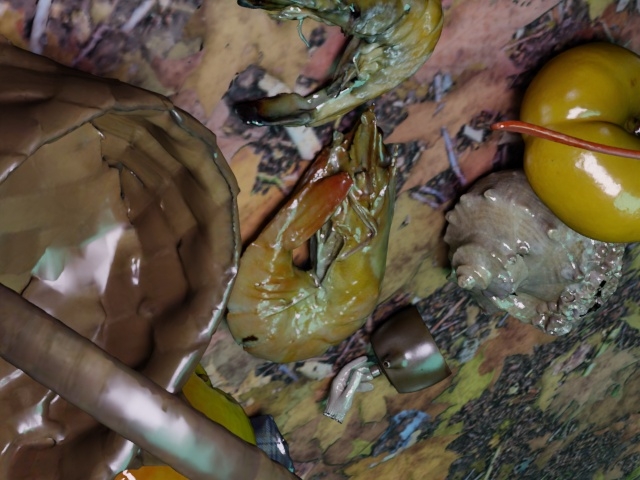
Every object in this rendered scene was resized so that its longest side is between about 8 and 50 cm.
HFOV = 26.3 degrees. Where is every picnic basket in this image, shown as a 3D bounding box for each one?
[{"bbox_3d":[-0.141,0.076,0.799,0.337,0.337,0.293,-39,146,1],"label":"picnic basket"}]

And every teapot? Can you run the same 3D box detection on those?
[{"bbox_3d":[0.078,0.110,1.303,0.068,0.076,0.121,-28,175,2],"label":"teapot"}]

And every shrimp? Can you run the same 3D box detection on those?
[{"bbox_3d":[0.001,-0.136,0.975,0.217,0.051,0.150,5,134,-50],"label":"shrimp"},{"bbox_3d":[0.000,0.000,1.119,0.145,0.061,0.267,-2,135,-28],"label":"shrimp"}]

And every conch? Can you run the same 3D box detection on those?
[{"bbox_3d":[0.208,-0.004,1.262,0.245,0.163,0.178,-34,-176,-32],"label":"conch"}]

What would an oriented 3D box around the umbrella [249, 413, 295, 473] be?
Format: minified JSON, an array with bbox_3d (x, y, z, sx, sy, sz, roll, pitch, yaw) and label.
[{"bbox_3d":[-0.134,0.232,1.257,0.224,0.080,0.071,-18,175,-21],"label":"umbrella"}]

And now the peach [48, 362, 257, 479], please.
[{"bbox_3d":[-0.162,0.179,1.047,0.231,0.231,0.231,-24,143,-20],"label":"peach"}]

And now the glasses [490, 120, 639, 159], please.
[{"bbox_3d":[0.244,-0.167,1.018,0.268,0.118,0.234,-6,93,-40],"label":"glasses"}]

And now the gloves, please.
[{"bbox_3d":[0.024,0.147,1.319,0.081,0.037,0.044,-50,-177,-10],"label":"gloves"}]

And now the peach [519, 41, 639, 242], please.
[{"bbox_3d":[0.239,-0.081,1.145,0.179,0.179,0.103,-3,156,-40],"label":"peach"}]
